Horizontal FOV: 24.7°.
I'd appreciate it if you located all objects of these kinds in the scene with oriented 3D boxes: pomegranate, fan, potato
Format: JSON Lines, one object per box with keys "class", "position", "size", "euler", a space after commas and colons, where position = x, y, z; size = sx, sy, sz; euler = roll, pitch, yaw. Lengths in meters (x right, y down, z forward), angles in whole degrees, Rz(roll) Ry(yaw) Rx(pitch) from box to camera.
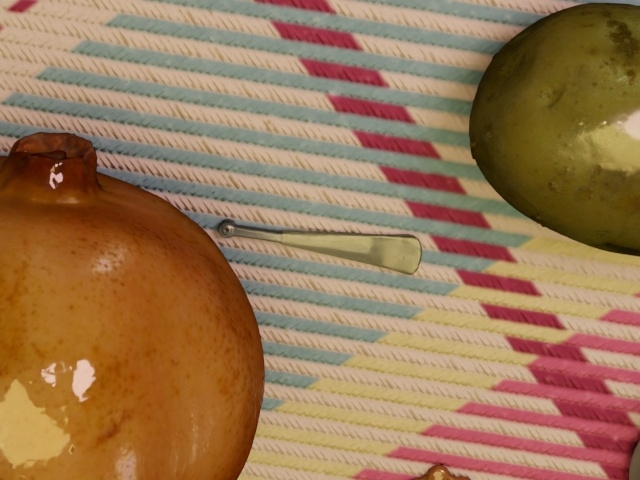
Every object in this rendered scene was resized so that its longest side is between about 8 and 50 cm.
{"class": "pomegranate", "position": [-0.254, 0.098, 1.231], "size": [0.416, 0.417, 0.417], "euler": [1, 108, 2]}
{"class": "fan", "position": [0.000, 0.000, 1.381], "size": [0.193, 0.016, 0.038], "euler": [9, 105, -1]}
{"class": "potato", "position": [0.280, -0.090, 1.239], "size": [0.304, 0.216, 0.216], "euler": [13, 108, 8]}

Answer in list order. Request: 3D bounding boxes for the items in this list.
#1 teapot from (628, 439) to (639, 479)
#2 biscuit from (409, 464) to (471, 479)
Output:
{"class": "teapot", "position": [0.375, 0.240, 1.372], "size": [0.159, 0.159, 0.232], "euler": [-28, 105, 11]}
{"class": "biscuit", "position": [0.086, 0.310, 1.470], "size": [0.184, 0.027, 0.133], "euler": [-26, 103, 10]}
